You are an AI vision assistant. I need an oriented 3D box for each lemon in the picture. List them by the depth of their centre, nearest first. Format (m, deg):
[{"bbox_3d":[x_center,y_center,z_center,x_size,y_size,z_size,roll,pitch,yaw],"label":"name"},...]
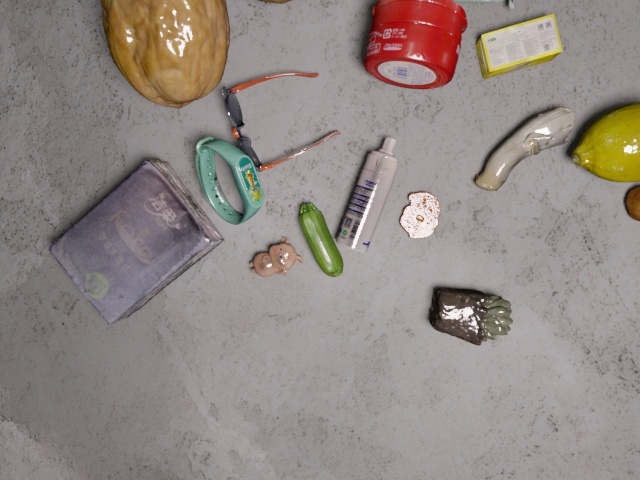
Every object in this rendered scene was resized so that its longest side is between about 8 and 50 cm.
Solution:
[{"bbox_3d":[0.726,-0.228,0.952,0.248,0.184,0.184,-8,94,18],"label":"lemon"}]

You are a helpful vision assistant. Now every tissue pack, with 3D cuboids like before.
[{"bbox_3d":[0.492,-0.482,1.011,0.176,0.062,0.095,-14,91,8],"label":"tissue pack"},{"bbox_3d":[-0.510,0.006,1.130,0.394,0.124,0.288,-37,91,8],"label":"tissue pack"}]

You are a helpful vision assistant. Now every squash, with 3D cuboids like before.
[{"bbox_3d":[0.000,0.000,1.101,0.068,0.077,0.219,-22,91,48],"label":"squash"}]

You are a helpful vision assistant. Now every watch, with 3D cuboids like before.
[{"bbox_3d":[-0.241,-0.156,1.062,0.195,0.068,0.237,6,125,40],"label":"watch"}]

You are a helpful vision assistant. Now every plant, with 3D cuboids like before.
[{"bbox_3d":[0.390,0.195,1.050,0.194,0.129,0.132,10,98,9],"label":"plant"}]

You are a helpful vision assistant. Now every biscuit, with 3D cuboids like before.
[{"bbox_3d":[0.270,-0.067,1.093,0.102,0.019,0.130,13,96,4],"label":"biscuit"}]

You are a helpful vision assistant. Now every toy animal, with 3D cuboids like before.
[{"bbox_3d":[-0.129,0.052,1.122,0.150,0.089,0.083,-21,115,4],"label":"toy animal"}]

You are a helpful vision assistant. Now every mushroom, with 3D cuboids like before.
[{"bbox_3d":[0.824,-0.112,1.004,0.088,0.073,0.129,39,96,32],"label":"mushroom"},{"bbox_3d":[0.511,-0.231,1.021,0.278,0.096,0.099,-39,45,9],"label":"mushroom"}]

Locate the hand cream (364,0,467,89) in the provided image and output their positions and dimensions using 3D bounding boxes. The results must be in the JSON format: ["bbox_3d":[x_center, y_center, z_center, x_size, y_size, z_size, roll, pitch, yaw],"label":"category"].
[{"bbox_3d":[0.220,-0.465,0.962,0.230,0.230,0.149,15,96,5],"label":"hand cream"}]

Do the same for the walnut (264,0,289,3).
[{"bbox_3d":[-0.148,-0.723,0.937,0.332,0.333,0.333,1,95,6],"label":"walnut"}]

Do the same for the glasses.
[{"bbox_3d":[-0.106,-0.328,1.062,0.268,0.118,0.234,-20,91,8],"label":"glasses"}]

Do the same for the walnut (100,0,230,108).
[{"bbox_3d":[-0.369,-0.497,0.983,0.306,0.306,0.344,3,123,6],"label":"walnut"}]

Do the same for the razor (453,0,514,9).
[{"bbox_3d":[0.380,-0.619,1.030,0.211,0.036,0.084,3,72,12],"label":"razor"}]

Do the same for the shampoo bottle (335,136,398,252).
[{"bbox_3d":[0.132,-0.122,1.068,0.092,0.092,0.303,20,96,4],"label":"shampoo bottle"}]
